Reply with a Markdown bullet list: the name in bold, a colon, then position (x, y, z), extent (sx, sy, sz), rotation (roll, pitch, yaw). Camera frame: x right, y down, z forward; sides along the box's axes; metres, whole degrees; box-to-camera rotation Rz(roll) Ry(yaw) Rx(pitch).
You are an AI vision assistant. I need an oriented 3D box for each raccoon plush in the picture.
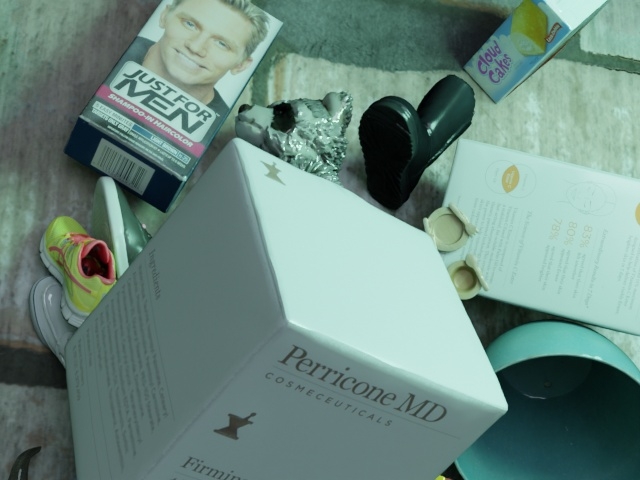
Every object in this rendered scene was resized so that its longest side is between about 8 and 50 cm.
- **raccoon plush**: position (0.000, 0.000, 1.857), extent (0.299, 0.216, 0.446), rotation (-50, 121, -40)

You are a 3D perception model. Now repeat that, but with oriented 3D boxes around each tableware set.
- **tableware set**: position (0.151, 0.036, 1.775), extent (0.168, 0.020, 0.141), rotation (-24, 84, 8)

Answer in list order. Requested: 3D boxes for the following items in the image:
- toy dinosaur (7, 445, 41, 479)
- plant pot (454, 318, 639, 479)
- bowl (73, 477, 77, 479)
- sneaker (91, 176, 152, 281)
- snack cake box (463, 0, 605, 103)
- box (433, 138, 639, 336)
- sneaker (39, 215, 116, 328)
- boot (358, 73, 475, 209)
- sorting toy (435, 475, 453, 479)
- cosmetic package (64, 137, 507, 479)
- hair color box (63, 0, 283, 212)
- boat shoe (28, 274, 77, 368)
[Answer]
- **toy dinosaur**: position (-0.428, 0.394, 1.568), extent (0.160, 0.121, 0.313), rotation (38, 41, -1)
- **plant pot**: position (0.330, 0.225, 1.817), extent (0.290, 0.290, 0.195), rotation (24, 30, -9)
- **bowl**: position (-0.174, 0.446, 1.573), extent (0.391, 0.077, 0.391), rotation (19, 43, -18)
- **sneaker**: position (-0.223, 0.044, 1.767), extent (0.146, 0.104, 0.296), rotation (-14, 82, -25)
- **snack cake box**: position (0.354, -0.341, 2.012), extent (0.089, 0.264, 0.152), rotation (47, 63, 3)
- **box**: position (0.345, 0.001, 1.842), extent (0.345, 0.168, 0.215), rotation (15, 89, 10)
- **sneaker**: position (-0.316, 0.025, 1.707), extent (0.081, 0.094, 0.208), rotation (8, 34, -36)
- **boot**: position (0.152, -0.186, 1.907), extent (0.094, 0.246, 0.207), rotation (30, 64, 20)
- **sorting toy**: position (0.104, 0.428, 1.639), extent (0.089, 0.257, 0.255), rotation (17, 64, 14)
- **cosmetic package**: position (-0.062, 0.163, 1.512), extent (0.329, 0.394, 0.327), rotation (25, 29, -32)
- **hair color box**: position (-0.208, -0.226, 1.836), extent (0.174, 0.105, 0.347), rotation (31, 54, -6)
- **boat shoe**: position (-0.305, 0.150, 1.704), extent (0.095, 0.084, 0.258), rotation (-33, 84, -26)
